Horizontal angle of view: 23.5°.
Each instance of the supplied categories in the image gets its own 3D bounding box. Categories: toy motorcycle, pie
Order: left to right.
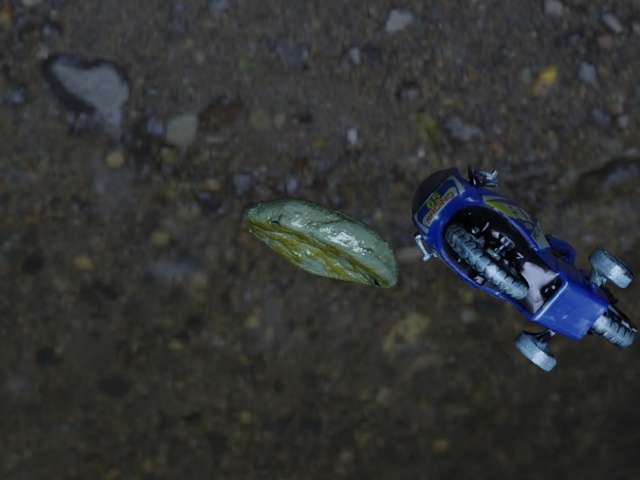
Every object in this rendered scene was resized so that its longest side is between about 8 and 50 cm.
[{"bbox_3d":[0.000,0.000,1.658,0.187,0.041,0.187,21,166,5],"label":"pie"},{"bbox_3d":[0.174,0.017,1.343,0.113,0.169,0.315,-51,146,11],"label":"toy motorcycle"}]
